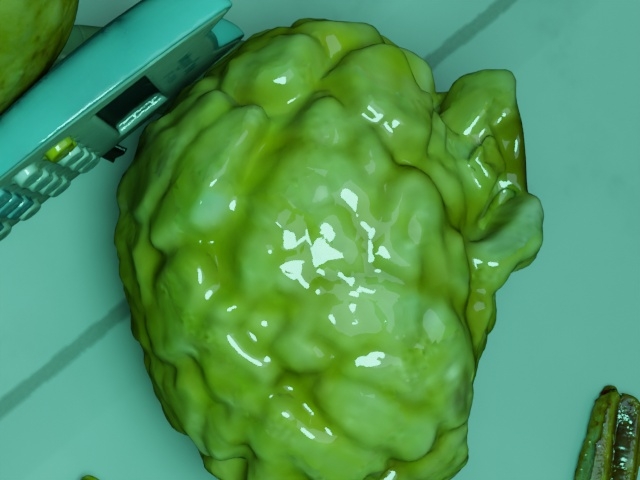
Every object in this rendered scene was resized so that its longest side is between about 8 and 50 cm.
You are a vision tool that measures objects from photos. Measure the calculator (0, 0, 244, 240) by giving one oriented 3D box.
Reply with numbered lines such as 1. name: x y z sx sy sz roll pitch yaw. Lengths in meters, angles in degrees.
1. calculator: -0.224 -0.062 1.541 0.386 0.256 0.054 -42 88 0

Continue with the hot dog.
1. hot dog: 0.273 0.209 1.883 0.062 0.038 0.144 13 77 -20

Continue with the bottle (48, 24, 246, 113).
1. bottle: -0.150 -0.145 1.709 0.202 0.072 0.072 3 83 -24

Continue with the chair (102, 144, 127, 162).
1. chair: -0.212 -0.077 1.692 0.086 0.037 0.042 26 64 -16

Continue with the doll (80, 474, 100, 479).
1. doll: -0.219 0.248 1.628 0.127 0.084 0.073 -41 101 -30

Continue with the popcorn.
1. popcorn: -0.010 0.018 1.604 0.354 0.344 0.390 31 72 -26

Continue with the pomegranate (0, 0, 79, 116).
1. pomegranate: -0.363 -0.252 1.449 0.410 0.410 0.410 3 83 -24
